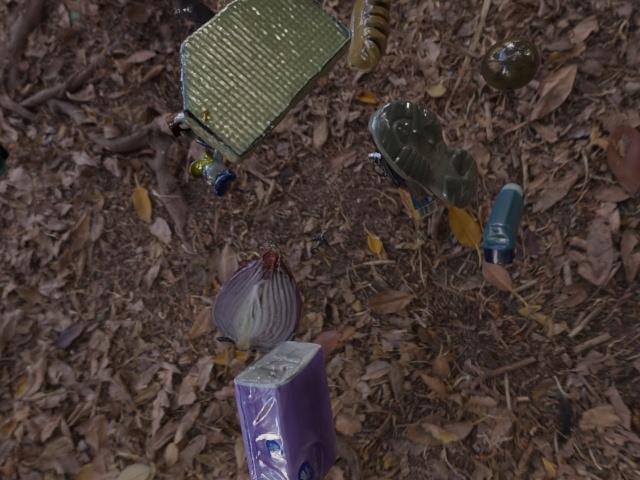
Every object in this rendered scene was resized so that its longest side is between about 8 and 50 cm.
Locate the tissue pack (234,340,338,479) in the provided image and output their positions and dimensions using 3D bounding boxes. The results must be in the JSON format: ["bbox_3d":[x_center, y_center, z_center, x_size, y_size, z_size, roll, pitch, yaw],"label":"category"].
[{"bbox_3d":[-0.077,0.455,1.180,0.160,0.242,0.339,-2,103,27],"label":"tissue pack"}]

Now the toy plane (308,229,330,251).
[{"bbox_3d":[0.000,0.002,1.441,0.084,0.077,0.024,-57,30,35],"label":"toy plane"}]

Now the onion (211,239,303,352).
[{"bbox_3d":[-0.160,0.154,1.370,0.267,0.159,0.349,23,104,2],"label":"onion"}]

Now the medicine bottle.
[{"bbox_3d":[0.520,-0.055,1.295,0.079,0.124,0.258,1,41,33],"label":"medicine bottle"}]

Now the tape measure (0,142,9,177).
[{"bbox_3d":[-0.459,-0.075,0.557,0.125,0.081,0.146,-17,34,18],"label":"tape measure"}]

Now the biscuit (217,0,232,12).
[{"bbox_3d":[-0.099,-0.386,0.779,0.151,0.152,0.020,-15,57,14],"label":"biscuit"}]

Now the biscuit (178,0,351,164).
[{"bbox_3d":[-0.082,-0.225,0.586,0.150,0.052,0.252,38,68,-3],"label":"biscuit"}]

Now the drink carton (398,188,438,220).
[{"bbox_3d":[0.177,-0.123,0.889,0.056,0.166,0.071,-29,43,-2],"label":"drink carton"}]

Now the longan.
[{"bbox_3d":[0.358,-0.334,0.878,0.106,0.119,0.106,-3,98,-20],"label":"longan"}]

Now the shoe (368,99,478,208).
[{"bbox_3d":[0.094,-0.089,0.504,0.099,0.169,0.071,15,81,51],"label":"shoe"}]

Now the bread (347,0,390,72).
[{"bbox_3d":[0.125,-0.531,1.155,0.081,0.134,0.225,8,80,-21],"label":"bread"}]

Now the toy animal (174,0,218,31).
[{"bbox_3d":[-0.198,-0.454,1.006,0.081,0.367,0.206,53,131,6],"label":"toy animal"}]

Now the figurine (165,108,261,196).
[{"bbox_3d":[-0.300,-0.295,1.324,0.283,0.204,0.339,5,75,-24],"label":"figurine"}]
